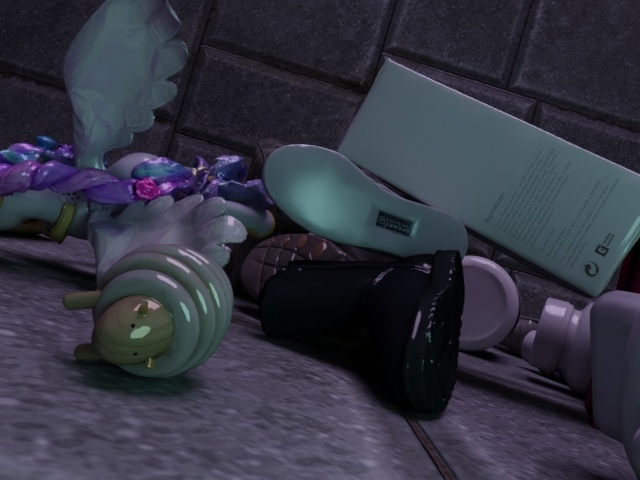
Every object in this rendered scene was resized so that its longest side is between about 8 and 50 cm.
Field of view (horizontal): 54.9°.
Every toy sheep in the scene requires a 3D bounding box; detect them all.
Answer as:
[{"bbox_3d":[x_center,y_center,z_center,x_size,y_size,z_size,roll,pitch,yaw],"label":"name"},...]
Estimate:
[{"bbox_3d":[-0.098,0.042,0.385,0.091,0.091,0.132,16,17,7],"label":"toy sheep"}]

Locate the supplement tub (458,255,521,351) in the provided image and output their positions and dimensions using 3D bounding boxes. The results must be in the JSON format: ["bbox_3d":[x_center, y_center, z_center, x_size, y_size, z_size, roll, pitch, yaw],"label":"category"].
[{"bbox_3d":[0.331,0.138,1.325,0.191,0.191,0.272,16,-1,20],"label":"supplement tub"}]

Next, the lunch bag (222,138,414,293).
[{"bbox_3d":[0.000,0.000,1.054,0.305,0.256,0.213,15,21,-16],"label":"lunch bag"}]

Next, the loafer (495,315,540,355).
[{"bbox_3d":[0.508,0.246,1.566,0.111,0.112,0.319,12,-7,-22],"label":"loafer"}]

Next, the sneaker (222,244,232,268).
[{"bbox_3d":[-0.206,0.059,1.563,0.166,0.065,0.076,14,17,-36],"label":"sneaker"}]

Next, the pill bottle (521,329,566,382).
[{"bbox_3d":[0.484,0.231,1.210,0.094,0.094,0.169,18,-2,-34],"label":"pill bottle"}]

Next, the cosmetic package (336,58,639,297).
[{"bbox_3d":[0.239,-0.080,0.853,0.385,0.156,0.217,33,7,20],"label":"cosmetic package"}]

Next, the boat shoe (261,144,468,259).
[{"bbox_3d":[0.048,-0.036,0.740,0.267,0.096,0.088,17,-4,-18],"label":"boat shoe"}]

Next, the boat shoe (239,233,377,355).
[{"bbox_3d":[0.028,0.085,0.806,0.324,0.123,0.116,19,-30,36],"label":"boat shoe"}]

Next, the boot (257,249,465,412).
[{"bbox_3d":[0.031,0.084,0.616,0.207,0.094,0.246,-6,21,20],"label":"boot"}]

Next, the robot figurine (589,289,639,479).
[{"bbox_3d":[0.319,0.105,0.336,0.299,0.200,0.353,-13,11,-23],"label":"robot figurine"}]

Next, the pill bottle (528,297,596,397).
[{"bbox_3d":[0.512,0.197,1.018,0.301,0.169,0.169,16,-1,24],"label":"pill bottle"}]

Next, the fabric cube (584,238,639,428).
[{"bbox_3d":[0.507,0.143,0.793,0.254,0.258,0.259,15,-2,22],"label":"fabric cube"}]

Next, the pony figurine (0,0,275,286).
[{"bbox_3d":[-0.211,-0.054,0.683,0.350,0.303,0.363,-20,-15,25],"label":"pony figurine"}]

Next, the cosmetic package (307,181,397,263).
[{"bbox_3d":[0.097,0.040,0.901,0.085,0.117,0.231,-7,-55,54],"label":"cosmetic package"}]

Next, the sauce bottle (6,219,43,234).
[{"bbox_3d":[-0.460,-0.066,0.849,0.111,0.112,0.344,17,0,3],"label":"sauce bottle"}]
